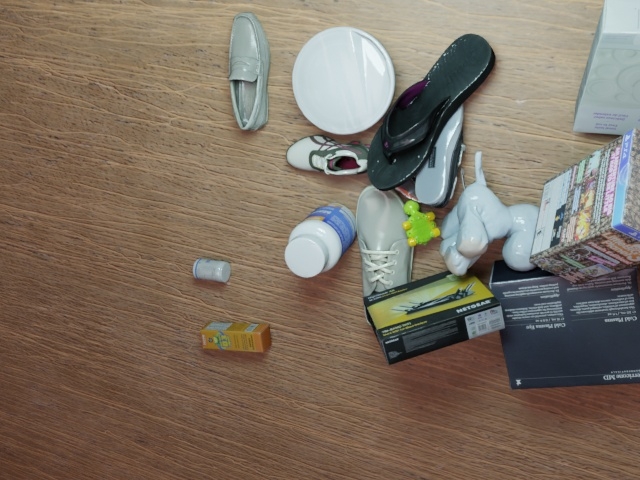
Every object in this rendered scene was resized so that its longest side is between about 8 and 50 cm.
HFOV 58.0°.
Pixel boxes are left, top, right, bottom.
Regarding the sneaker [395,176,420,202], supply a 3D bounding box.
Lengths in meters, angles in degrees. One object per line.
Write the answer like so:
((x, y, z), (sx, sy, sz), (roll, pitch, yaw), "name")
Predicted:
((0.247, -0.156, 1.592), (0.158, 0.061, 0.065), (29, 108, 6), "sneaker")

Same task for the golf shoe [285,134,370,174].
((0.019, -0.234, 1.611), (0.272, 0.120, 0.105), (4, 112, 20), "golf shoe")

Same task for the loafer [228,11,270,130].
((-0.203, -0.466, 1.608), (0.112, 0.111, 0.319), (2, 110, 19), "loafer")

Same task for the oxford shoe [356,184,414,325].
((0.183, 0.062, 1.656), (0.169, 0.130, 0.449), (1, 108, 21), "oxford shoe")

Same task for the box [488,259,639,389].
((0.646, 0.202, 1.510), (0.343, 0.179, 0.313), (-9, 104, 23), "box")

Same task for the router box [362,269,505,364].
((0.286, 0.187, 1.514), (0.308, 0.243, 0.081), (-17, 111, -2), "router box")

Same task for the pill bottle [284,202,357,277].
((0.000, 0.000, 1.616), (0.152, 0.272, 0.152), (6, 111, 17), "pill bottle")

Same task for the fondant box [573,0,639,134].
((0.693, -0.353, 1.224), (0.238, 0.330, 0.096), (8, 68, 17), "fondant box")

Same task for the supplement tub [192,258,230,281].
((-0.358, 0.098, 1.895), (0.107, 0.071, 0.071), (5, 111, 17), "supplement tub")

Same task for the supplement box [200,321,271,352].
((-0.287, 0.326, 1.950), (0.233, 0.080, 0.078), (-1, 107, 22), "supplement box")

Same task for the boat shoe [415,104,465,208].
((0.325, -0.235, 1.504), (0.113, 0.105, 0.306), (2, 84, 36), "boat shoe")

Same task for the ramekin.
((0.074, -0.421, 1.517), (0.273, 0.127, 0.273), (7, 111, 18), "ramekin")

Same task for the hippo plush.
((0.459, -0.030, 1.512), (0.236, 0.234, 0.294), (14, 72, -4), "hippo plush")

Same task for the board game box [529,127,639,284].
((0.624, -0.062, 1.271), (0.141, 0.232, 0.291), (24, 157, -9), "board game box")

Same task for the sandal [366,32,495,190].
((0.245, -0.329, 1.445), (0.167, 0.107, 0.446), (46, 107, 35), "sandal")

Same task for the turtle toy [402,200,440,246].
((0.267, -0.048, 1.590), (0.095, 0.066, 0.130), (-21, 102, -2), "turtle toy")
